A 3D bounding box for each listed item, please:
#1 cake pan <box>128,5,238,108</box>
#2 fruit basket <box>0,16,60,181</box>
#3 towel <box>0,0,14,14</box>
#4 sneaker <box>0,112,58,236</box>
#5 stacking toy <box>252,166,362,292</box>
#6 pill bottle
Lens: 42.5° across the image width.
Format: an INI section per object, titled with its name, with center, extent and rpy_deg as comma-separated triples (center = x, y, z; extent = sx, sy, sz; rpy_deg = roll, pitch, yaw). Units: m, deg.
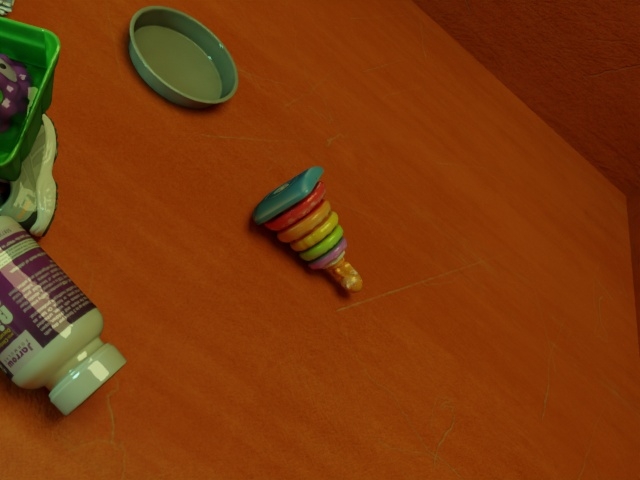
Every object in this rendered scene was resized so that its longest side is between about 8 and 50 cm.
[cake pan]
center = -0.332, -0.430, 1.963
extent = 0.293, 0.054, 0.293
rpy_deg = 26, 43, -27
[fruit basket]
center = -0.602, -0.249, 1.208
extent = 0.392, 0.392, 0.283
rpy_deg = 27, 67, -27
[towel]
center = -0.726, -0.605, 1.738
extent = 0.209, 0.034, 0.285
rpy_deg = 24, 42, -26
[sneaker]
center = -0.534, -0.136, 1.476
extent = 0.108, 0.100, 0.272
rpy_deg = 11, 52, -33
[stacking toy]
center = 0.000, 0.000, 1.869
extent = 0.302, 0.165, 0.175
rpy_deg = 54, 24, -13
[pill bottle]
center = -0.449, 0.122, 1.279
extent = 0.301, 0.169, 0.169
rpy_deg = 47, 37, -2
